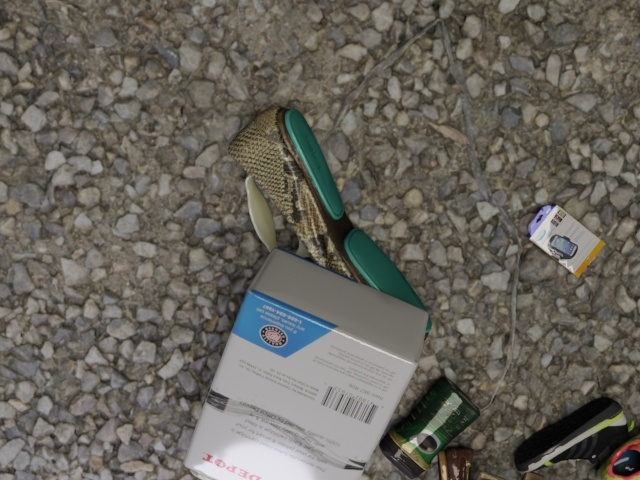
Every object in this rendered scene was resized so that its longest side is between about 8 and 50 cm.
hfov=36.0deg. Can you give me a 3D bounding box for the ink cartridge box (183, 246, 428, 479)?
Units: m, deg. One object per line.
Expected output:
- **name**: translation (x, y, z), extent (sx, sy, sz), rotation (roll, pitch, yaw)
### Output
- **ink cartridge box**: translation (-0.030, 0.252, 1.646), extent (0.285, 0.166, 0.395), rotation (24, 120, 2)

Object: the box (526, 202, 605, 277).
- **box**: translation (0.443, -0.005, 1.804), extent (0.136, 0.028, 0.081), rotation (38, 94, -7)

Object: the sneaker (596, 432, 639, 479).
- **sneaker**: translation (0.608, 0.392, 1.829), extent (0.208, 0.094, 0.081), rotation (-38, 64, -5)

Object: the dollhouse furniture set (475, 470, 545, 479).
- **dollhouse furniture set**: translation (0.380, 0.524, 1.762), extent (0.259, 0.262, 0.135), rotation (22, 98, -7)

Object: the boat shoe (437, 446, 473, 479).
- **boat shoe**: translation (0.261, 0.488, 1.839), extent (0.073, 0.073, 0.207), rotation (-4, 99, -2)

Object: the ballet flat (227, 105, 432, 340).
- **ballet flat**: translation (0.000, 0.000, 1.720), extent (0.182, 0.164, 0.482), rotation (-31, 95, 23)

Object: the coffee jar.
- **coffee jar**: translation (0.198, 0.346, 1.809), extent (0.184, 0.079, 0.096), rotation (-45, 102, 2)

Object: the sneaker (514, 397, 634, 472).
- **sneaker**: translation (0.479, 0.387, 1.838), extent (0.235, 0.084, 0.097), rotation (-30, 101, 0)
